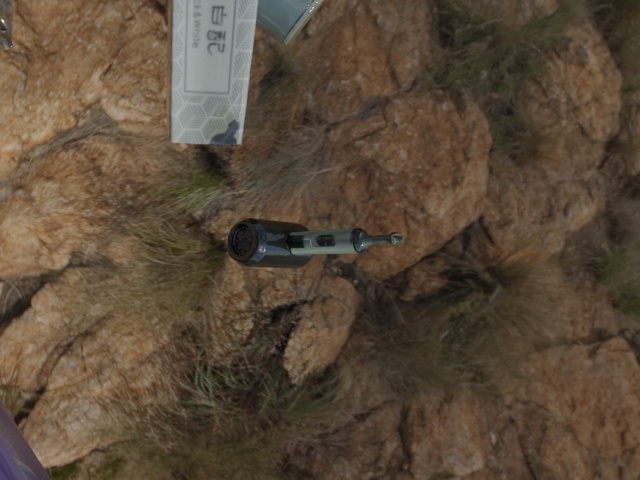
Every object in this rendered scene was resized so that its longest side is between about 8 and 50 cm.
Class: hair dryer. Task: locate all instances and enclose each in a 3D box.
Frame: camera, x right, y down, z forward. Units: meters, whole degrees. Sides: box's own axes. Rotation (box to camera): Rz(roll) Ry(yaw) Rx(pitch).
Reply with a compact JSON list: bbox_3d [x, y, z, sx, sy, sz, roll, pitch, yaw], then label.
[{"bbox_3d":[0.000,0.000,0.664,0.100,0.198,0.057,4,83,-56],"label":"hair dryer"}]

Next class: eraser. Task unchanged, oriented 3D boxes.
[{"bbox_3d":[-0.115,-0.301,0.659,0.098,0.096,0.404,-1,129,-17],"label":"eraser"}]

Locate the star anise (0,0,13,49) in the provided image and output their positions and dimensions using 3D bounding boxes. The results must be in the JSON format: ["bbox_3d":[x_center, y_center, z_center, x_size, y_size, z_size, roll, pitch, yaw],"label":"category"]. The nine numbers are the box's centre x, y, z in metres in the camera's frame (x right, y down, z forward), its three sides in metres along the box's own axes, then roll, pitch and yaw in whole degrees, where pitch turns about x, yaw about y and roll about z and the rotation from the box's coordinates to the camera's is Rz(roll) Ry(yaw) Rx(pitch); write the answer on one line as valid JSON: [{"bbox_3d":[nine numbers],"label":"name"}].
[{"bbox_3d":[-0.493,-0.418,0.796,0.332,0.118,0.331,5,80,-28],"label":"star anise"}]

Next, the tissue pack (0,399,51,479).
[{"bbox_3d":[-0.412,0.296,0.692,0.160,0.242,0.338,-35,63,-26],"label":"tissue pack"}]

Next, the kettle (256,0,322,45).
[{"bbox_3d":[-0.089,-0.399,0.804,0.243,0.210,0.160,38,62,-11],"label":"kettle"}]
